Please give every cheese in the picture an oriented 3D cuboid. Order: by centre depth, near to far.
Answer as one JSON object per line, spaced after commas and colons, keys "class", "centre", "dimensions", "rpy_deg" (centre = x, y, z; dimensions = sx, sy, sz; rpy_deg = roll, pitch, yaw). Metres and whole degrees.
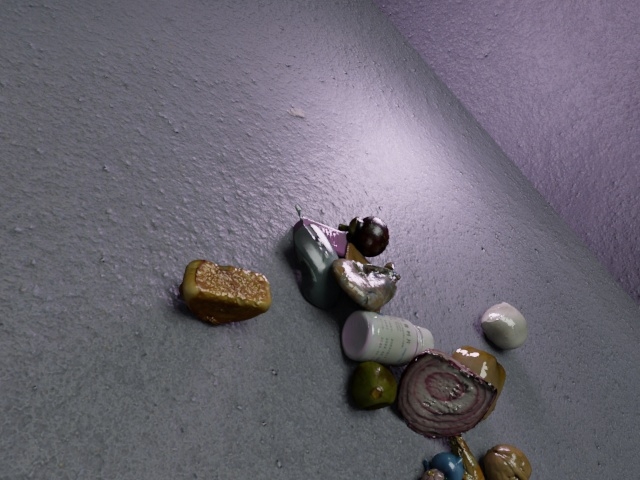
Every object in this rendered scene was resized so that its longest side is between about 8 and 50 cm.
{"class": "cheese", "centre": [0.788, 0.366, 2.198], "dimensions": [0.198, 0.154, 0.189], "rpy_deg": [-23, 79, -48]}

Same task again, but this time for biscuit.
{"class": "biscuit", "centre": [0.157, 0.150, 1.897], "dimensions": [0.232, 0.013, 0.236], "rpy_deg": [46, 35, -29]}

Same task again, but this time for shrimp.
{"class": "shrimp", "centre": [0.453, 0.732, 1.681], "dimensions": [0.150, 0.068, 0.248], "rpy_deg": [1, 57, -31]}
{"class": "shrimp", "centre": [0.171, 0.138, 1.812], "dimensions": [0.221, 0.110, 0.446], "rpy_deg": [45, 19, 18]}

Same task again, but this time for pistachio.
{"class": "pistachio", "centre": [0.555, 0.517, 1.880], "dimensions": [0.213, 0.162, 0.260], "rpy_deg": [24, 55, 6]}

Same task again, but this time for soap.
{"class": "soap", "centre": [0.000, 0.000, 1.901], "dimensions": [0.203, 0.065, 0.122], "rpy_deg": [20, 46, -28]}

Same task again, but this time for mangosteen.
{"class": "mangosteen", "centre": [0.177, -0.019, 1.998], "dimensions": [0.184, 0.172, 0.172], "rpy_deg": [21, 46, -25]}

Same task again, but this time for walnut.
{"class": "walnut", "centre": [0.626, 0.767, 1.740], "dimensions": [0.167, 0.149, 0.166], "rpy_deg": [1, 88, -25]}

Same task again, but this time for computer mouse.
{"class": "computer mouse", "centre": [-0.009, 0.050, 1.764], "dimensions": [0.167, 0.090, 0.379], "rpy_deg": [-20, 90, -47]}

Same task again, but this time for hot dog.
{"class": "hot dog", "centre": [-0.279, 0.153, 1.472], "dimensions": [0.257, 0.153, 0.150], "rpy_deg": [16, 53, -28]}

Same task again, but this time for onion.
{"class": "onion", "centre": [0.379, 0.493, 1.697], "dimensions": [0.315, 0.280, 0.146], "rpy_deg": [31, 16, -9]}

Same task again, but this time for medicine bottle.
{"class": "medicine bottle", "centre": [0.229, 0.337, 1.735], "dimensions": [0.293, 0.170, 0.170], "rpy_deg": [18, 48, -29]}

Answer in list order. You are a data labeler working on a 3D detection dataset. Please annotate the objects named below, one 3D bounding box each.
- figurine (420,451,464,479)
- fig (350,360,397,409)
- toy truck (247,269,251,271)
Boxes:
{"class": "figurine", "centre": [0.372, 0.740, 1.577], "dimensions": [0.178, 0.114, 0.144], "rpy_deg": [-26, 80, -35]}
{"class": "fig", "centre": [0.165, 0.458, 1.601], "dimensions": [0.144, 0.153, 0.166], "rpy_deg": [2, 5, 6]}
{"class": "toy truck", "centre": [-0.204, 0.127, 1.655], "dimensions": [0.083, 0.024, 0.032], "rpy_deg": [41, 11, 0]}
